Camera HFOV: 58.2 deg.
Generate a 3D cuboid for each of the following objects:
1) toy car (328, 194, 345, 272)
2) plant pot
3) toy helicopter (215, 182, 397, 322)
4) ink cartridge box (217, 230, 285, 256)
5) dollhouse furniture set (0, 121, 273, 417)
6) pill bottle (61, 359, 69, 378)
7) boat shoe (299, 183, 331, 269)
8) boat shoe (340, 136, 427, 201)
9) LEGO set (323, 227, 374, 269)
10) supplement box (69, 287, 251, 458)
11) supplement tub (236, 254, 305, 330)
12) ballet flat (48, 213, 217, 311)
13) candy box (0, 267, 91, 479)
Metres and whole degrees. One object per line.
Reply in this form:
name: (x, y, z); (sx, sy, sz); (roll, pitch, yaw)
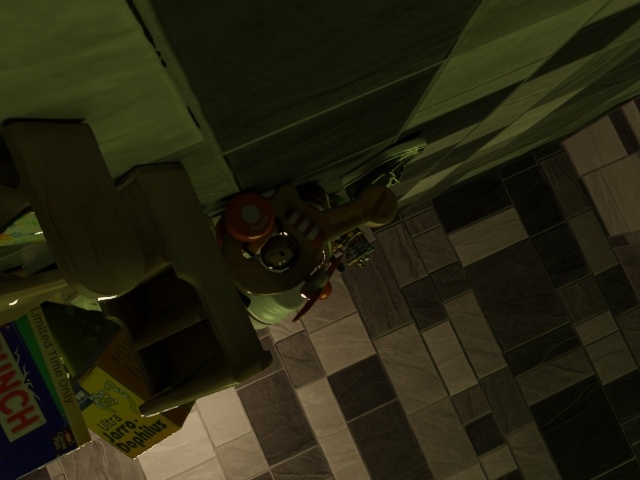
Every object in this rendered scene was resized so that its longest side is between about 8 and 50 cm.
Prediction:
toy car: (0.000, 0.000, 1.400); (0.149, 0.188, 0.155); (-27, 175, 36)
plant pot: (-0.531, 0.241, 1.280); (0.228, 0.227, 0.207); (-29, -179, 38)
toy helicopter: (-0.003, -0.002, 1.049); (0.355, 0.234, 0.140); (-23, 175, -22)
ink cartridge box: (-0.164, -0.002, 1.256); (0.175, 0.072, 0.127); (-26, 176, 14)
dollhouse furniture set: (-0.270, 0.088, 0.537); (0.362, 0.256, 0.394); (-27, 175, 34)
pill bottle: (-0.600, 0.271, 1.599); (0.283, 0.161, 0.161); (-21, 175, -35)
boat shoe: (-0.013, -0.027, 1.241); (0.095, 0.095, 0.257); (13, 151, 3)
boat shoe: (0.138, -0.144, 1.197); (0.219, 0.070, 0.078); (-28, 174, 42)
LEGO set: (0.027, 0.038, 1.768); (0.255, 0.192, 0.331); (-36, 173, 6)
supplement box: (-0.325, 0.219, 1.177); (0.194, 0.195, 0.356); (-39, -164, 35)
supplement tub: (-0.192, 0.152, 1.559); (0.272, 0.191, 0.191); (-28, 175, 34)
ballet flat: (-0.310, 0.055, 0.919); (0.316, 0.106, 0.107); (-24, 176, -2)
candy box: (-0.504, 0.216, 0.744); (0.317, 0.268, 0.122); (-22, 179, -41)
